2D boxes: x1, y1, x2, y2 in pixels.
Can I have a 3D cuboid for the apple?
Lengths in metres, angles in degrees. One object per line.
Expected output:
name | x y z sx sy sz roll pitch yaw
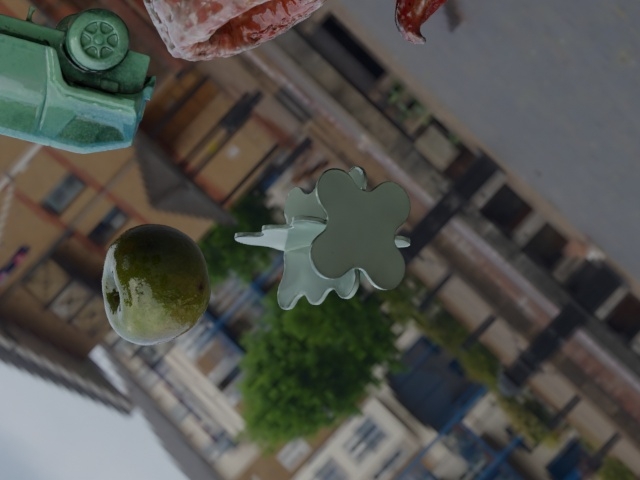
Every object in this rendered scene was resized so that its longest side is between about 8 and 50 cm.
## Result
apple | -0.261 0.070 2.270 0.196 0.157 0.196 34 131 51

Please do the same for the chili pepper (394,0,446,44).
chili pepper | 0.128 -0.321 0.968 0.092 0.368 0.137 14 -155 8

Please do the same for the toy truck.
toy truck | -0.321 -0.189 1.522 0.278 0.156 0.155 13 -178 -19

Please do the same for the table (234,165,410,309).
table | 0.000 0.000 1.803 0.166 0.166 0.198 43 153 -18

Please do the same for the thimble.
thimble | -0.114 -0.339 1.811 0.239 0.239 0.162 37 -151 -85
